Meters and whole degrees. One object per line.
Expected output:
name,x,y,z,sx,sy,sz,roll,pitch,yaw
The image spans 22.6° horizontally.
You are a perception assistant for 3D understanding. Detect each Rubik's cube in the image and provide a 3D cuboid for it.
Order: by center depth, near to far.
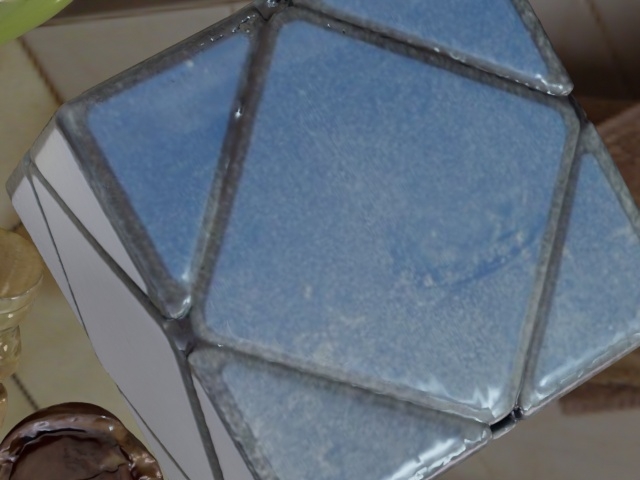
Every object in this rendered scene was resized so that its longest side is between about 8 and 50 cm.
Rubik's cube,0.000,0.000,0.724,0.205,0.207,0.205,-29,93,-16

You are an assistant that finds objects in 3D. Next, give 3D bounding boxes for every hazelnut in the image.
hazelnut,-0.259,0.269,1.707,0.170,0.160,0.201,-44,112,-11

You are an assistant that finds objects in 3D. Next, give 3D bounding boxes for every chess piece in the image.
chess piece,-0.407,0.129,1.817,0.137,0.137,0.301,-12,137,-37

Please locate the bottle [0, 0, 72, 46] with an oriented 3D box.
bottle,-0.230,-0.197,1.119,0.260,0.112,0.112,-27,116,8
